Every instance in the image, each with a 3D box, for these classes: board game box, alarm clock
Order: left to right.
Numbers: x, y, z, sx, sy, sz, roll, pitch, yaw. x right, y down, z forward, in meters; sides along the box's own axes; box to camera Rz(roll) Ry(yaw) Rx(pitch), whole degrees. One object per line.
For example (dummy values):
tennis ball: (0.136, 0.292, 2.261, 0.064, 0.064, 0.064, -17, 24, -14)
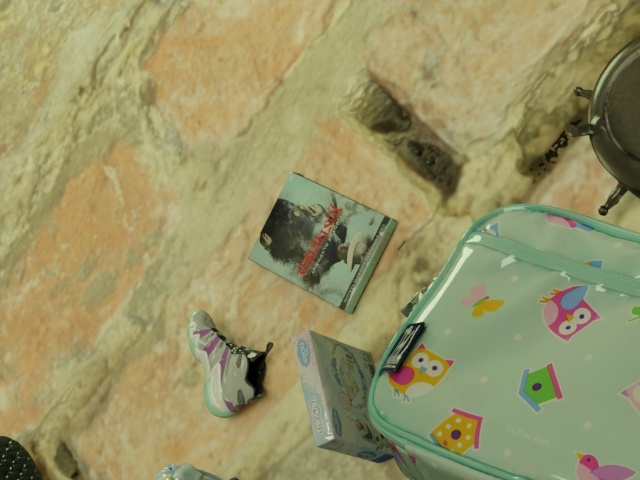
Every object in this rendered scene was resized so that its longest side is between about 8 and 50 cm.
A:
board game box: (0.018, 0.120, 1.048, 0.020, 0.090, 0.090, -27, 60, 24)
alarm clock: (0.274, -0.097, 0.969, 0.192, 0.064, 0.129, -19, 64, 25)

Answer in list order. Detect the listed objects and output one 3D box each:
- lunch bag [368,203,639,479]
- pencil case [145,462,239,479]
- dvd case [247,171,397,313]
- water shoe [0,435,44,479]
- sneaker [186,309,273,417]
lunch bag: (0.180, 0.090, 0.909, 0.279, 0.108, 0.224, 19, 65, 35)
pencil case: (-0.154, 0.303, 1.081, 0.273, 0.124, 0.113, -49, 11, 13)
dvd case: (0.000, 0.000, 1.150, 0.119, 0.013, 0.087, 28, 91, 36)
water shoe: (-0.264, 0.268, 1.216, 0.203, 0.073, 0.080, 56, 131, 36)
sneaker: (-0.071, 0.094, 1.153, 0.069, 0.038, 0.098, -27, 70, 22)
